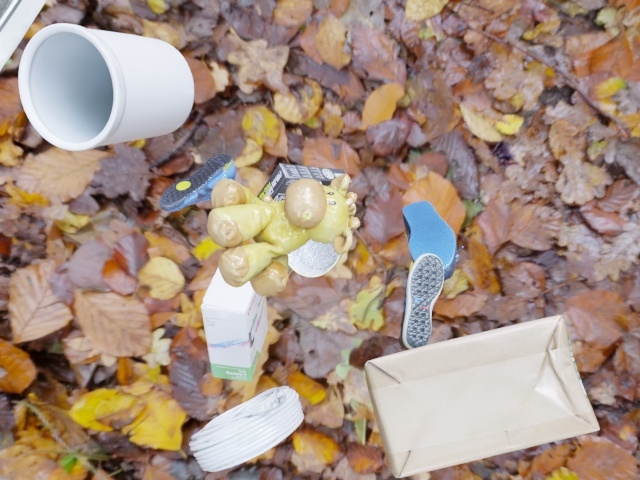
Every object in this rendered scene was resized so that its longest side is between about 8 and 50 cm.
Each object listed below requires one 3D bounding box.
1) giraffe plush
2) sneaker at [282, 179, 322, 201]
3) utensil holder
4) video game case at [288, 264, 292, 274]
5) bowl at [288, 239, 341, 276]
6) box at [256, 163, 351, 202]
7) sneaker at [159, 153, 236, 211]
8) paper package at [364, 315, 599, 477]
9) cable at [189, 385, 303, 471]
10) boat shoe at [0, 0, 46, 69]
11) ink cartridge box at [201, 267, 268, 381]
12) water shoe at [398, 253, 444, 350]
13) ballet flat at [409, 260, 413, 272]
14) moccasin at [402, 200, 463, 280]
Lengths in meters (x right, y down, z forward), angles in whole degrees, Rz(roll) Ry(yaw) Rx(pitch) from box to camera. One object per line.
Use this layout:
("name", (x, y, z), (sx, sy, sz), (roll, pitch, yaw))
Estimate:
("giraffe plush", (-0.035, -0.024, 0.840), (0.170, 0.210, 0.181), (-20, 81, 29))
("sneaker", (-0.025, -0.055, 1.493), (0.086, 0.226, 0.163), (-39, 95, -33))
("utensil holder", (-0.597, -0.440, 1.690), (0.328, 0.385, 0.327), (5, 105, 20))
("video game case", (-0.158, 0.108, 1.697), (0.143, 0.157, 0.019), (-8, 62, -30))
("bowl", (0.000, 0.000, 1.355), (0.170, 0.080, 0.170), (0, 89, 34))
("box", (-0.066, -0.145, 1.866), (0.216, 0.270, 0.060), (-48, 57, 37))
("sneaker", (-0.259, -0.108, 1.270), (0.069, 0.082, 0.209), (21, 47, 29))
("paper package", (0.239, 0.248, 0.953), (0.310, 0.325, 0.168), (-15, 75, 4))
("cable", (-0.158, 0.409, 1.276), (0.257, 0.257, 0.089), (-28, 85, 6))
("boat shoe", (-0.289, -0.235, 0.520), (0.078, 0.070, 0.219), (-2, 62, 36))
("ink cartridge box", (-0.222, 0.209, 1.558), (0.117, 0.278, 0.201), (7, 40, 7))
("water shoe", (0.194, 0.124, 1.183), (0.073, 0.080, 0.203), (19, 72, -8))
("ballet flat", (0.312, 0.038, 1.720), (0.077, 0.231, 0.077), (25, 128, -1))
("moccasin", (0.296, 0.013, 1.512), (0.138, 0.342, 0.116), (-12, 120, 11))
